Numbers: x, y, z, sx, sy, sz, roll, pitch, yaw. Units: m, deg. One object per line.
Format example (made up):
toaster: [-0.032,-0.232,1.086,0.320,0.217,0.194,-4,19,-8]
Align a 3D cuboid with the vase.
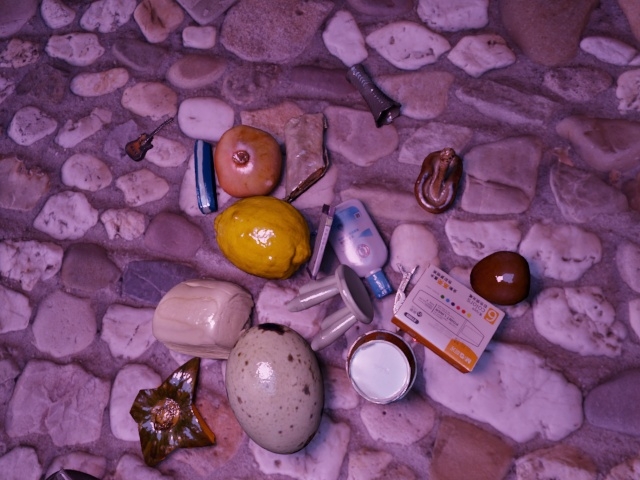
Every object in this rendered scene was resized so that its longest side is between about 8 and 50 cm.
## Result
vase: [0.183,-0.531,1.474,0.115,0.115,0.238,-32,71,2]

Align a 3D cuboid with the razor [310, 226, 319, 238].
razor: [-0.006,-0.032,1.432,0.154,0.028,0.044,-37,75,1]

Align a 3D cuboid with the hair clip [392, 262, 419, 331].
hair clip: [0.259,0.179,1.335,0.072,0.034,0.226,14,81,13]

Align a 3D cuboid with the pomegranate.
pomegranate: [-0.252,-0.268,1.405,0.228,0.270,0.252,14,87,4]

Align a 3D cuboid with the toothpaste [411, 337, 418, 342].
toothpaste: [0.385,0.331,1.283,0.190,0.031,0.048,22,86,16]

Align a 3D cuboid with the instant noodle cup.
instant noodle cup: [0.180,0.384,1.229,0.229,0.182,0.231,-2,78,9]

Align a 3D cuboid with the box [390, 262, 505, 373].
box: [0.385,0.235,1.247,0.273,0.091,0.221,34,72,12]

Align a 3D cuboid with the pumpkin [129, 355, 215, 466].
pumpkin: [-0.493,0.567,1.353,0.258,0.095,0.291,-19,78,2]

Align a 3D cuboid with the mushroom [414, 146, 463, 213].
mushroom: [0.382,-0.213,1.303,0.147,0.217,0.227,9,80,11]

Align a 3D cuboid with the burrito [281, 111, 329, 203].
burrito: [-0.054,-0.301,1.466,0.174,0.107,0.349,-4,75,23]

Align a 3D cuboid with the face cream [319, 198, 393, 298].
face cream: [0.135,0.034,1.362,0.162,0.080,0.337,-27,78,1]

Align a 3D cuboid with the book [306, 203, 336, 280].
book: [0.001,0.000,1.290,0.026,0.157,0.232,14,96,-10]

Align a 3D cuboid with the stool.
stool: [0.035,0.197,1.260,0.198,0.195,0.196,-28,96,18]

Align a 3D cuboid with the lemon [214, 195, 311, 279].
lemon: [-0.187,-0.016,1.341,0.285,0.285,0.316,-37,68,0]

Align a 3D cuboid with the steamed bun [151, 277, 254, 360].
steamed bun: [-0.379,0.233,1.349,0.289,0.274,0.273,0,62,6]

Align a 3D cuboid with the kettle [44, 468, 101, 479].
kettle: [-0.782,0.877,1.299,0.290,0.207,0.269,25,111,20]

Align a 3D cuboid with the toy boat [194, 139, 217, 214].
toy boat: [-0.429,-0.246,1.524,0.061,0.096,0.300,-9,74,-3]

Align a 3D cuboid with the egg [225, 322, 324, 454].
egg: [-0.129,0.434,1.220,0.287,0.287,0.380,-27,86,3]

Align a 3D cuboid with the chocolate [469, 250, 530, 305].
chocolate: [0.540,0.112,1.238,0.176,0.177,0.177,-2,77,10]

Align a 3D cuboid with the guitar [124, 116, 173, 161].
guitar: [-0.680,-0.413,1.639,0.233,0.025,0.088,-42,74,-2]
